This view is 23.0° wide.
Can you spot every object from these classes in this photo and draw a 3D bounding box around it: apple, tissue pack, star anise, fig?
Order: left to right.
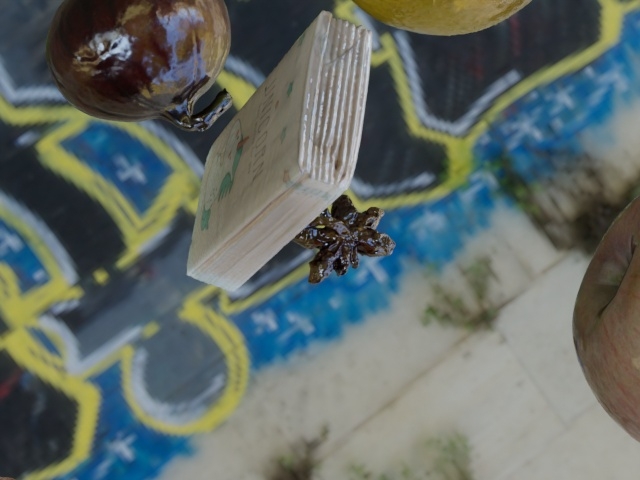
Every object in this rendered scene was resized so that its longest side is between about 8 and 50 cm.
[{"bbox_3d":[-0.224,-0.244,1.964,0.235,0.214,0.235,0,175,0],"label":"fig"},{"bbox_3d":[-0.044,-0.076,1.544,0.325,0.071,0.170,140,-36,-61],"label":"tissue pack"},{"bbox_3d":[0.000,0.000,1.875,0.191,0.097,0.070,-23,167,-23],"label":"star anise"},{"bbox_3d":[0.444,0.084,1.888,0.345,0.269,0.345,-55,175,-8],"label":"apple"}]

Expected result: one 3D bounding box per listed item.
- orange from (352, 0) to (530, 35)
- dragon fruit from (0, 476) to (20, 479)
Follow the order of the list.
[{"bbox_3d":[0.106,-0.283,1.327,0.236,0.236,0.236,-35,-172,6],"label":"orange"},{"bbox_3d":[-0.202,0.237,1.116,0.126,0.274,0.161,-28,-143,55],"label":"dragon fruit"}]
